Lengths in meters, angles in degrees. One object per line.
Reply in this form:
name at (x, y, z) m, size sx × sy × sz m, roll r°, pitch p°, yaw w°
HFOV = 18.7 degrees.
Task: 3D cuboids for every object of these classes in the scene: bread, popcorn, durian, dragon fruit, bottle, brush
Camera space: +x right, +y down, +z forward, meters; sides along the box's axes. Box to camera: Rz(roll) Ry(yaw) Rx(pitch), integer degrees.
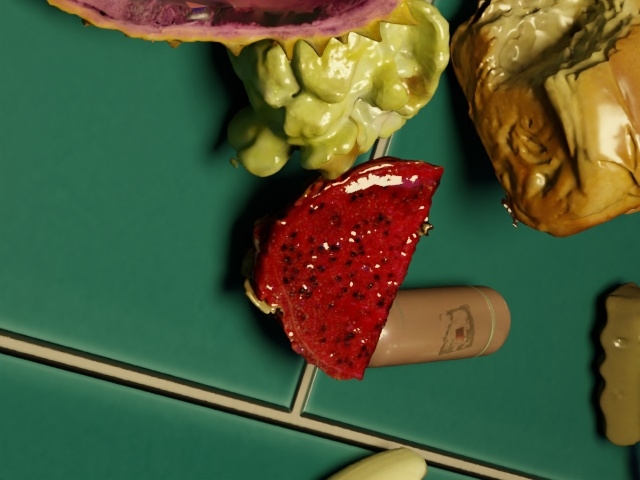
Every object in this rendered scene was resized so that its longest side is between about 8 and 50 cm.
bread at (0.263, -0.115, 1.396) m, size 0.344 × 0.149 × 0.195 m, roll -13°, pitch 74°, yaw -43°
popcorn at (0.005, -0.118, 1.206) m, size 0.135 × 0.162 × 0.141 m, roll 48°, pitch 34°, yaw -7°
durian at (-0.048, -0.201, 1.096) m, size 0.260 × 0.154 × 0.186 m, roll 22°, pitch 57°, yaw -4°
dragon fruit at (0.000, 0.000, 1.260) m, size 0.106 × 0.083 × 0.162 m, roll 10°, pitch 116°, yaw -27°
bottle at (0.073, 0.059, 1.361) m, size 0.140 × 0.053 × 0.053 m, roll -2°, pitch 102°, yaw -45°
brush at (0.270, 0.177, 1.577) m, size 0.071 × 0.084 × 0.301 m, roll -31°, pitch 127°, yaw -37°

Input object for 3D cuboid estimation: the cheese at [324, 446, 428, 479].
cheese at (0.001, 0.208, 1.333) m, size 0.235 × 0.050 × 0.127 m, roll 2°, pitch 102°, yaw -44°
